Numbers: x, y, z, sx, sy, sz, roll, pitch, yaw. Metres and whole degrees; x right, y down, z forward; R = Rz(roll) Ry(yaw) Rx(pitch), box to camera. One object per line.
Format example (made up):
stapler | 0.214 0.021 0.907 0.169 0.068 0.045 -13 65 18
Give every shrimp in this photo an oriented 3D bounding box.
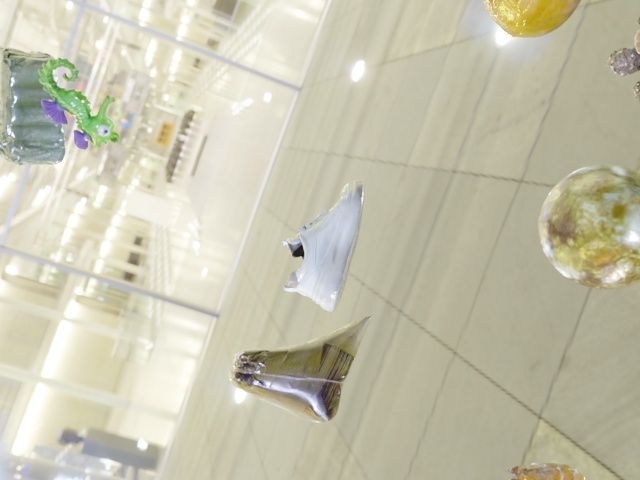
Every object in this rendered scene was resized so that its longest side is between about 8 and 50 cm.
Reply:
shrimp | 0.402 0.461 1.448 0.132 0.188 0.051 -63 23 21

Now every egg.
egg | 0.542 -0.024 1.484 0.289 0.238 0.238 -147 77 -79

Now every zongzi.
zongzi | -0.049 0.266 1.930 0.299 0.274 0.145 -64 13 -6

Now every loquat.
loquat | 0.372 -0.461 1.368 0.234 0.176 0.187 116 148 -55

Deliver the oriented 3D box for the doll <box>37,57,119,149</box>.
doll | -0.436 -0.245 1.431 0.115 0.190 0.050 -36 31 7

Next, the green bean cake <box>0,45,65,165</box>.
green bean cake | -0.596 -0.273 1.593 0.223 0.125 0.227 26 115 57

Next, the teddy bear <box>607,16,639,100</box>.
teddy bear | 0.686 -0.382 1.556 0.251 0.182 0.129 -43 -25 6

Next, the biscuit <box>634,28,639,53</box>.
biscuit | 0.659 -0.348 1.368 0.208 0.181 0.049 4 85 33

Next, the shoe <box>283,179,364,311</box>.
shoe | 0.000 0.000 1.758 0.124 0.159 0.316 88 -166 -62
